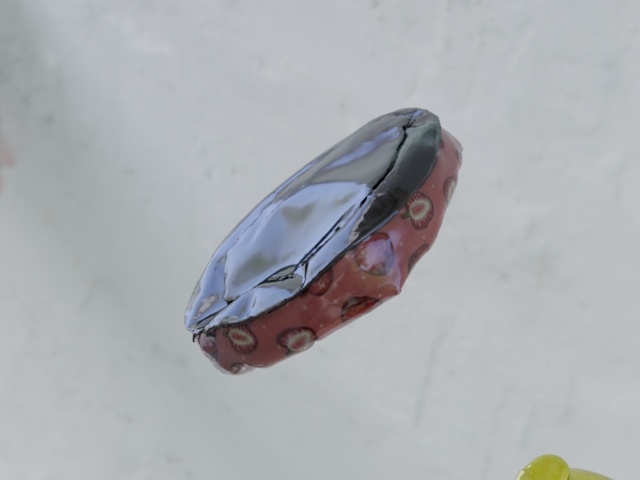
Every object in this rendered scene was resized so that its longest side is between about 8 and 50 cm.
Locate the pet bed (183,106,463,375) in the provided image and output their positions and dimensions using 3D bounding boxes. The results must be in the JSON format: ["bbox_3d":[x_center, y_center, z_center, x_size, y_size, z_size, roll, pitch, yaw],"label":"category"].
[{"bbox_3d":[0.000,0.000,1.048,0.053,0.201,0.201,51,-27,-16],"label":"pet bed"}]

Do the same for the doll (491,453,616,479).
[{"bbox_3d":[0.112,0.143,0.691,0.106,0.062,0.162,33,-21,35],"label":"doll"}]
